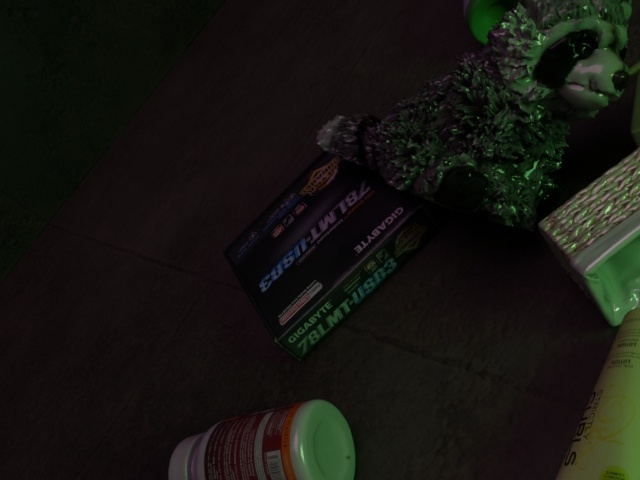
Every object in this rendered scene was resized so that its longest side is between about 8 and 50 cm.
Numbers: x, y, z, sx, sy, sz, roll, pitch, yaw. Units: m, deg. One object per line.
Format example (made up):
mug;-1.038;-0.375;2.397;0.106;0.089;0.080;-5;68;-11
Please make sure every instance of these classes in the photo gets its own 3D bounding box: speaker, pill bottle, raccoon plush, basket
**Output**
speaker;0.322;-0.479;1.116;0.131;0.131;0.297;-18;44;31
pill bottle;-0.077;0.277;0.770;0.221;0.121;0.121;-21;43;29
raccoon plush;0.167;-0.209;0.797;0.446;0.216;0.299;26;105;35
basket;0.334;-0.011;0.660;0.167;0.113;0.103;-39;34;8

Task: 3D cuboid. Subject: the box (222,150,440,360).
box;0.000;0.000;1.010;0.295;0.073;0.293;-44;35;2

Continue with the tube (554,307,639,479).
tube;0.268;0.163;0.549;0.062;0.070;0.240;25;57;22

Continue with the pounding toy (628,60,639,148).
pounding toy;0.433;-0.167;0.743;0.181;0.094;0.206;-14;37;42
